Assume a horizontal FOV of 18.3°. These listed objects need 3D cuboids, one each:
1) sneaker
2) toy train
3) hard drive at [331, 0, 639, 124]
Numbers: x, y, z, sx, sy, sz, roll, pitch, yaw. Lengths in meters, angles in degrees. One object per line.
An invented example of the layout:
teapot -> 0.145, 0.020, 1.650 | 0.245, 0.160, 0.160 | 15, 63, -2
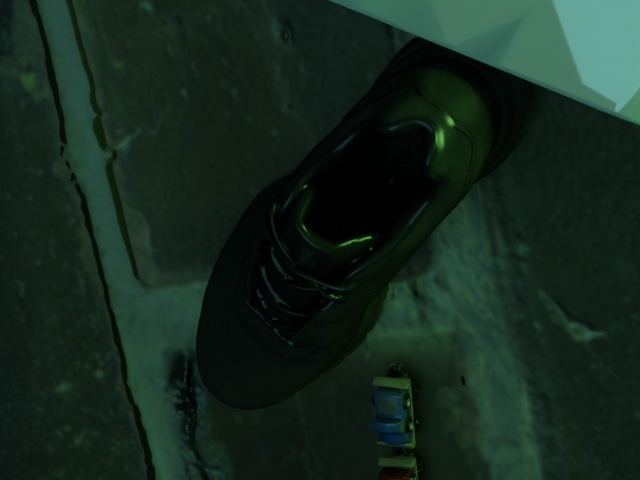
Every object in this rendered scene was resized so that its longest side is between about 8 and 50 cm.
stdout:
sneaker -> 0.000, 0.000, 1.129 | 0.109, 0.130, 0.286 | 38, 123, 5
toy train -> 0.048, 0.151, 1.219 | 0.027, 0.036, 0.158 | 4, 111, 25
hard drive -> 0.127, -0.243, 1.004 | 0.210, 0.040, 0.319 | 24, 113, 16
